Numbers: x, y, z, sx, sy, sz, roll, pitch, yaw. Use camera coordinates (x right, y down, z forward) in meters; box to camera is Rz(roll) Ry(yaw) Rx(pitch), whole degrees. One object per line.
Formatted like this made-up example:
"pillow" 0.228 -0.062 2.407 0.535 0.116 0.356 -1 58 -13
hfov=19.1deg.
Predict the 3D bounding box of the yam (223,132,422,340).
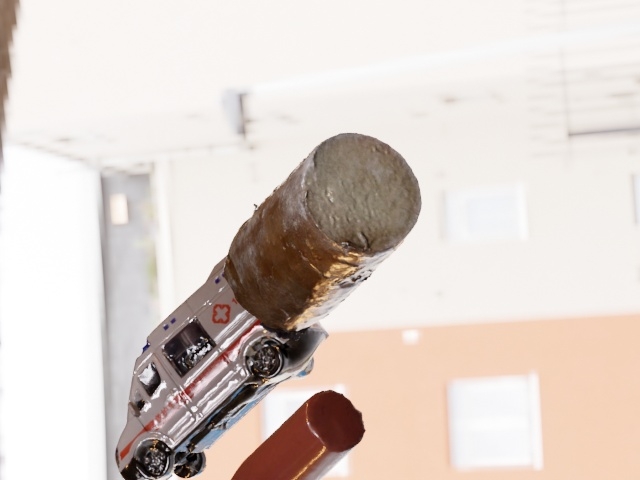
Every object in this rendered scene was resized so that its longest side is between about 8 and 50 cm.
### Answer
"yam" -0.001 -0.001 1.088 0.141 0.079 0.079 137 142 -59

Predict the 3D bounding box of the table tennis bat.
"table tennis bat" -0.071 0.183 1.135 0.038 0.310 0.200 45 -140 3

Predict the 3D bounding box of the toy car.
"toy car" -0.098 0.110 1.557 0.108 0.210 0.089 49 -169 15
